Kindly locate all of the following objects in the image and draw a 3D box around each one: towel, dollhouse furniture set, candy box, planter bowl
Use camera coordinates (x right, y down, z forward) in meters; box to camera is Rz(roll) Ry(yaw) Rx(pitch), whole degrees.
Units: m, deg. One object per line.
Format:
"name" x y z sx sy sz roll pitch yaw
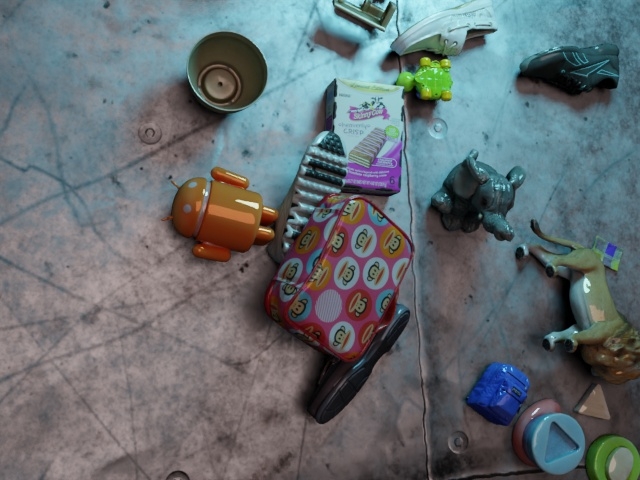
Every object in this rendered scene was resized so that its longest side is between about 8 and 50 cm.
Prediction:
"towel" 0.677 0.031 1.871 0.083 0.009 0.060 28 76 -12
"dollhouse furniture set" 0.112 -0.557 1.697 0.123 0.144 0.151 23 114 -13
"candy box" 0.092 -0.219 1.691 0.159 0.071 0.233 4 82 -16
"planter bowl" -0.195 -0.326 1.597 0.162 0.109 0.162 2 83 -16

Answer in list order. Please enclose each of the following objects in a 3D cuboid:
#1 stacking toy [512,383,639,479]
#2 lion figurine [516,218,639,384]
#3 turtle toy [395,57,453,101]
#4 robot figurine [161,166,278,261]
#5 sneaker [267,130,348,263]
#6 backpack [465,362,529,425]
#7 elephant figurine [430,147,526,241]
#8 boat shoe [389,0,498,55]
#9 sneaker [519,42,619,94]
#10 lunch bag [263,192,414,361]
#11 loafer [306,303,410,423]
"stacking toy" 0.593 0.483 1.733 0.280 0.130 0.308 -27 92 -17
"lion figurine" 0.598 0.133 1.772 0.240 0.142 0.392 -5 81 -25
"turtle toy" 0.232 -0.351 1.750 0.130 0.066 0.095 2 84 -16
"robot figurine" -0.197 -0.049 1.555 0.220 0.128 0.158 16 112 -14
"sneaker" -0.034 -0.084 1.600 0.110 0.118 0.292 22 85 -32
"backpack" 0.397 0.329 1.708 0.098 0.101 0.120 41 71 -16
"elephant figurine" 0.355 -0.101 1.668 0.169 0.239 0.186 -30 93 -17
"boat shoe" 0.286 -0.458 1.762 0.277 0.098 0.096 -26 91 -19
"sneaker" 0.591 -0.397 1.847 0.267 0.101 0.106 -8 89 -17
"lunch bag" 0.055 0.079 1.538 0.258 0.120 0.293 39 74 -31
"loafer" 0.064 0.238 1.631 0.095 0.109 0.302 32 70 27
